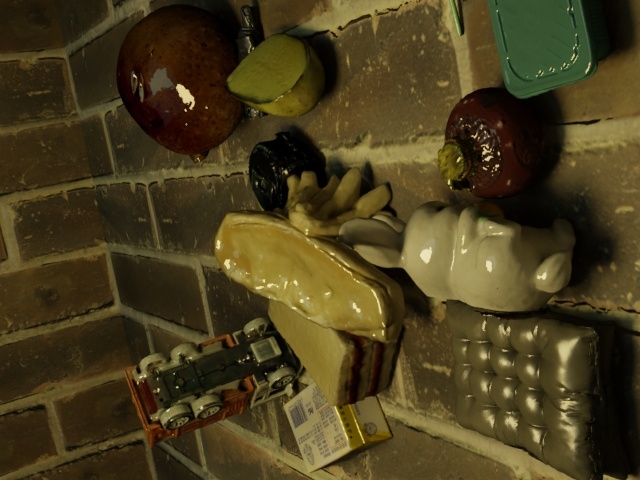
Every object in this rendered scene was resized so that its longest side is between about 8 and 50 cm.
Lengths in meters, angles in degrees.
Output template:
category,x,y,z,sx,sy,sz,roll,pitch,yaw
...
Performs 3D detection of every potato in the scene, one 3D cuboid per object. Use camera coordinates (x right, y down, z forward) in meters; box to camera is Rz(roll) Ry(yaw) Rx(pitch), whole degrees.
category,x,y,z,sx,sy,sz,roll,pitch,yaw
potato,-0.067,-0.300,1.731,0.111,0.160,0.271,41,174,-32

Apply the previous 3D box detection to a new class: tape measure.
category,x,y,z,sx,sy,sz,roll,pitch,yaw
tape measure,-0.079,-0.119,1.850,0.186,0.112,0.199,45,139,48

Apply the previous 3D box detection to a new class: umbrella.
category,x,y,z,sx,sy,sz,roll,pitch,yaw
umbrella,-0.146,-0.380,1.909,0.066,0.059,0.236,6,111,36

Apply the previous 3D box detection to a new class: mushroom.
category,x,y,z,sx,sy,sz,roll,pitch,yaw
mushroom,-0.285,-0.342,2.056,0.334,0.356,0.331,-48,48,14

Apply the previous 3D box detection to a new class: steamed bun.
category,x,y,z,sx,sy,sz,roll,pitch,yaw
steamed bun,0.000,0.000,1.641,0.428,0.189,0.247,18,125,36

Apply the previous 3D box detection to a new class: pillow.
category,x,y,z,sx,sy,sz,roll,pitch,yaw
pillow,0.299,0.204,1.301,0.326,0.101,0.228,9,107,59

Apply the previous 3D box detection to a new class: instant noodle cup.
category,x,y,z,sx,sy,sz,roll,pitch,yaw
instant noodle cup,0.288,-0.277,1.116,0.157,0.070,0.179,-6,96,62

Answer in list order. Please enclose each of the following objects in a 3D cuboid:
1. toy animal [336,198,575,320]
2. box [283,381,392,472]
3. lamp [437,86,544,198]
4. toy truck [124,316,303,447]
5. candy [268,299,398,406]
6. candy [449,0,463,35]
category,x,y,z,sx,sy,sz,roll,pitch,yaw
toy animal,0.196,0.019,1.265,0.325,0.208,0.154,3,95,24
box,0.030,0.378,1.889,0.168,0.097,0.265,67,152,17
lamp,0.227,-0.129,1.230,0.156,0.135,0.157,24,121,57
toy truck,-0.245,0.335,2.088,0.173,0.387,0.207,62,157,27
candy,0.018,0.162,1.773,0.321,0.135,0.179,49,143,45
candy,0.180,-0.392,1.305,0.062,0.058,0.194,-10,105,31
